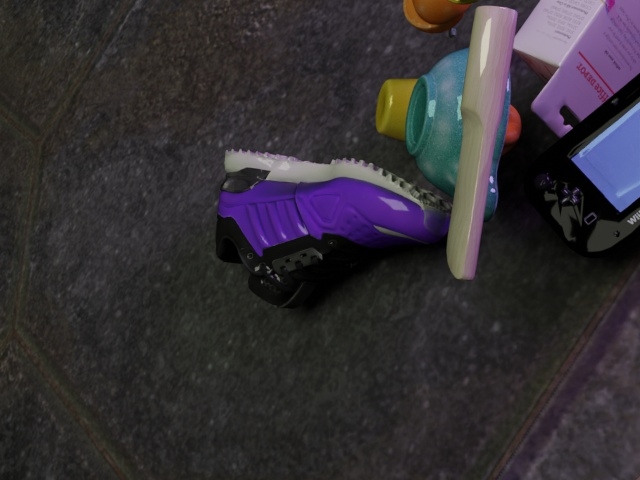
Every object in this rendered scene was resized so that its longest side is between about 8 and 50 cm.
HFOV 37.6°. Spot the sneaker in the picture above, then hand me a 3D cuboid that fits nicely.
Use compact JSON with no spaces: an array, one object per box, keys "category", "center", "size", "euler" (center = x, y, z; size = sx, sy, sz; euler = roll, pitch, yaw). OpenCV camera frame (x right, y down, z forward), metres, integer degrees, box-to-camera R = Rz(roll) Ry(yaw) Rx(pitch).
[{"category":"sneaker","center":[0.000,0.000,0.908],"size":[0.293,0.102,0.146],"euler":[11,83,47]}]

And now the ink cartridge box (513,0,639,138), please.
[{"category":"ink cartridge box","center":[0.229,-0.172,0.783],"size":[0.181,0.104,0.061],"euler":[-55,45,4]}]

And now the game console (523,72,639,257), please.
[{"category":"game console","center":[0.322,-0.117,0.701],"size":[0.361,0.044,0.213],"euler":[-41,48,12]}]

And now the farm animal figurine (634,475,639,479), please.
[{"category":"farm animal figurine","center":[0.313,0.204,0.398],"size":[0.326,0.172,0.330],"euler":[-39,28,27]}]

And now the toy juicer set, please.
[{"category":"toy juicer set","center":[0.126,-0.128,0.749],"size":[0.329,0.089,0.209],"euler":[-103,22,-64]}]
